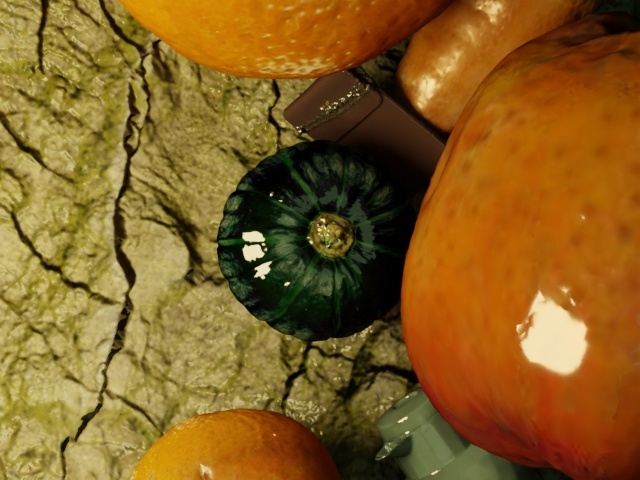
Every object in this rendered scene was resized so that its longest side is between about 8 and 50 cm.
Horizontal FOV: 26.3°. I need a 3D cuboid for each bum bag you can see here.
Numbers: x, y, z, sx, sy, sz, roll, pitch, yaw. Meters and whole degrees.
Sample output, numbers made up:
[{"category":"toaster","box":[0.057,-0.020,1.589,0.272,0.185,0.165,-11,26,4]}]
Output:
[{"category":"bum bag","box":[0.049,-0.106,1.370,0.159,0.109,0.026,39,46,-10]}]

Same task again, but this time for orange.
[{"category":"orange","box":[-0.084,0.264,1.295,0.224,0.170,0.224,-8,108,-27]},{"category":"orange","box":[-0.030,-0.356,1.224,0.424,0.326,0.423,-18,126,-26]}]

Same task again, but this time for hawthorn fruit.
[{"category":"hawthorn fruit","box":[0.304,0.013,1.251,0.472,0.472,0.471,0,89,-13]}]

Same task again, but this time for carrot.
[{"category":"carrot","box":[0.155,-0.189,1.371,0.159,0.159,0.225,33,95,-11]}]

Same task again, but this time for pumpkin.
[{"category":"pumpkin","box":[0.000,0.000,1.335,0.202,0.140,0.202,1,87,-16]}]

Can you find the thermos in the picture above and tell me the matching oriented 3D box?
[{"category":"thermos","box":[0.174,0.268,1.374,0.182,0.145,0.286,-37,97,-44]}]
